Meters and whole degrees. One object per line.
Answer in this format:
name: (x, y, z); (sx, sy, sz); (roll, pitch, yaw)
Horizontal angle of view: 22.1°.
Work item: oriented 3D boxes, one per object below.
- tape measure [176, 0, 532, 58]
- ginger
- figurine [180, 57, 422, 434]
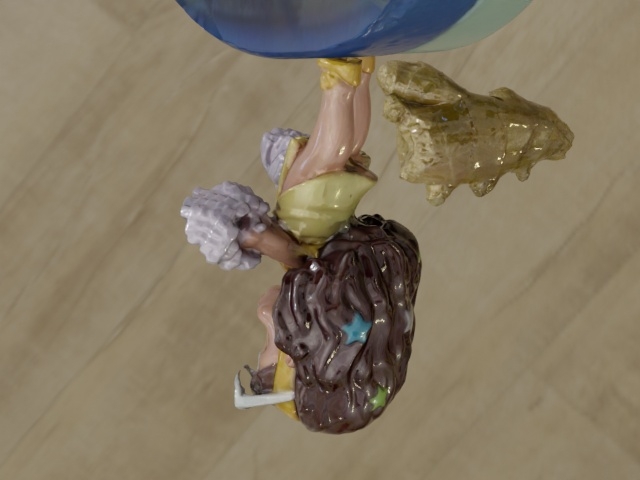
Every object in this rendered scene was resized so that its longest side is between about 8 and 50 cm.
tape measure: (0.018, -0.220, 0.814); (0.259, 0.138, 0.262); (6, 108, 46)
ginger: (0.140, -0.092, 1.497); (0.205, 0.115, 0.081); (14, 142, -19)
figurine: (0.001, 0.002, 1.006); (0.116, 0.175, 0.240); (0, 106, 21)
